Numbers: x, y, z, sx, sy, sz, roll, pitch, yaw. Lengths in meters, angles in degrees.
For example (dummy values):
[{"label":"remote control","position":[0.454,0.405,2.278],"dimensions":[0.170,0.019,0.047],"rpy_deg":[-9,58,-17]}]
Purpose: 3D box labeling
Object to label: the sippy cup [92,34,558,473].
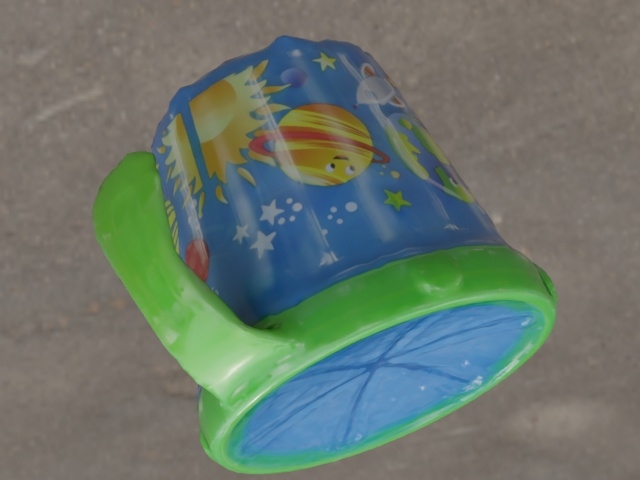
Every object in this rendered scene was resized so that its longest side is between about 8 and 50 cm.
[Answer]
[{"label":"sippy cup","position":[0.000,0.000,0.956],"dimensions":[0.240,0.224,0.305],"rpy_deg":[-24,157,-2]}]
